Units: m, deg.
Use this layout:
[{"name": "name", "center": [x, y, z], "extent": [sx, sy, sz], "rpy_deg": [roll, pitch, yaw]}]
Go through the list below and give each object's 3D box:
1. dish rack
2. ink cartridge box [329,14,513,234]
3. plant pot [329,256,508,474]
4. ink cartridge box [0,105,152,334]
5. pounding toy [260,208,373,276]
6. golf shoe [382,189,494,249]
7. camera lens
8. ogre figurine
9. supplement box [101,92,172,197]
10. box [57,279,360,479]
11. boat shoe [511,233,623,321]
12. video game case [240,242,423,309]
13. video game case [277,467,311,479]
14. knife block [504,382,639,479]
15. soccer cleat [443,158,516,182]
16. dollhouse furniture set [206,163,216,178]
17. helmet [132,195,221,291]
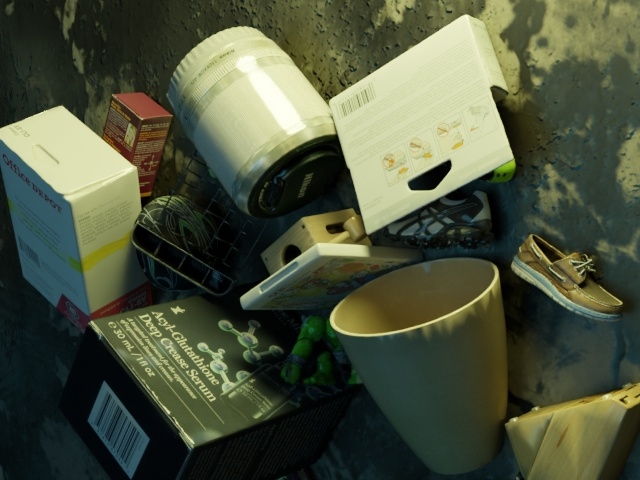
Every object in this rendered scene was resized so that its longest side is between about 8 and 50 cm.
[{"name": "dish rack", "center": [-0.183, -0.060, 1.839], "extent": [0.208, 0.074, 0.271], "rpy_deg": [30, 91, 8]}, {"name": "ink cartridge box", "center": [0.156, -0.165, 1.553], "extent": [0.275, 0.060, 0.238], "rpy_deg": [-28, 68, 34]}, {"name": "plant pot", "center": [0.180, 0.200, 1.558], "extent": [0.257, 0.256, 0.274], "rpy_deg": [-5, 112, 43]}, {"name": "ink cartridge box", "center": [-0.488, -0.032, 2.078], "extent": [0.279, 0.160, 0.384], "rpy_deg": [37, 142, 33]}, {"name": "pounding toy", "center": [-0.003, -0.002, 1.702], "extent": [0.206, 0.181, 0.094], "rpy_deg": [-40, 71, 40]}, {"name": "golf shoe", "center": [0.184, -0.034, 1.611], "extent": [0.198, 0.077, 0.093], "rpy_deg": [-2, 80, 41]}, {"name": "camera lens", "center": [-0.100, -0.190, 1.729], "extent": [0.274, 0.219, 0.219], "rpy_deg": [54, 129, 21]}, {"name": "ogre figurine", "center": [0.035, 0.181, 1.730], "extent": [0.197, 0.097, 0.118], "rpy_deg": [-4, 77, 12]}, {"name": "supplement box", "center": [-0.377, -0.189, 2.079], "extent": [0.104, 0.081, 0.188], "rpy_deg": [39, 123, 31]}, {"name": "box", "center": [-0.186, 0.266, 1.777], "extent": [0.293, 0.395, 0.212], "rpy_deg": [44, 124, 27]}, {"name": "boat shoe", "center": [0.351, 0.051, 1.466], "extent": [0.183, 0.066, 0.066], "rpy_deg": [32, 117, 34]}, {"name": "video game case", "center": [0.019, 0.062, 1.665], "extent": [0.206, 0.227, 0.026], "rpy_deg": [-35, 63, 41]}, {"name": "video game case", "center": [-0.089, 0.507, 1.961], "extent": [0.232, 0.042, 0.210], "rpy_deg": [-49, 57, 37]}, {"name": "knife block", "center": [0.376, 0.351, 1.488], "extent": [0.276, 0.088, 0.242], "rpy_deg": [-25, 82, 42]}, {"name": "soccer cleat", "center": [0.209, -0.131, 1.556], "extent": [0.179, 0.072, 0.060], "rpy_deg": [26, 115, 37]}, {"name": "dollhouse furniture set", "center": [-0.213, -0.191, 1.942], "extent": [0.076, 0.059, 0.151], "rpy_deg": [-18, 86, 44]}, {"name": "helmet", "center": [-0.270, -0.002, 1.964], "extent": [0.169, 0.169, 0.161], "rpy_deg": [21, 128, 38]}]
